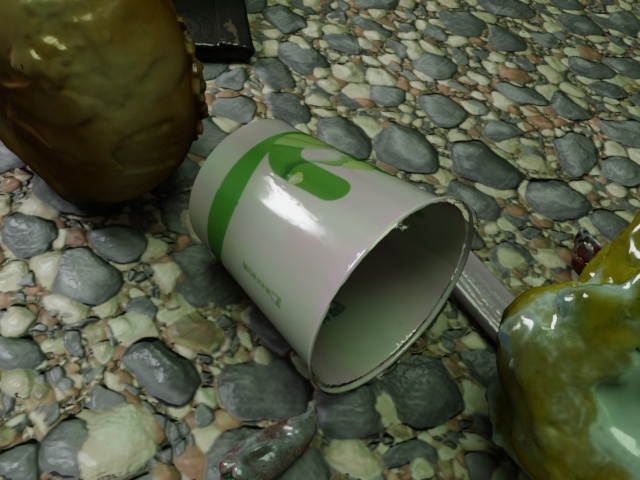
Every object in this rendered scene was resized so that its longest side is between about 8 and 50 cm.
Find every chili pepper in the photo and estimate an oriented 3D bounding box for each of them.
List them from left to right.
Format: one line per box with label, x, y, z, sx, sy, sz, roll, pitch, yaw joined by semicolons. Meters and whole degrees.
chili pepper;-0.055;0.219;0.648;0.153;0.041;0.050;-23;75;-47

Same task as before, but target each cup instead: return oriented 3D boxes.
cup;0.000;0.000;0.738;0.253;0.253;0.274;-30;51;-31

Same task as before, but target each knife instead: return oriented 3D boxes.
knife;0.203;0.066;0.836;0.132;0.038;0.399;-25;58;-26

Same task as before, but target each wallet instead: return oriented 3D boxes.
wallet;-0.226;-0.448;1.215;0.170;0.044;0.321;-3;49;-11

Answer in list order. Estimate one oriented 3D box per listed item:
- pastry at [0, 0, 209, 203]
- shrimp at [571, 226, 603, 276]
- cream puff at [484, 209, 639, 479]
pastry;-0.318;-0.238;0.796;0.409;0.410;0.245;34;62;20
shrimp;0.559;0.016;0.842;0.410;0.221;0.166;-16;60;7
cream puff;0.350;0.136;0.602;0.378;0.378;0.275;44;24;27
